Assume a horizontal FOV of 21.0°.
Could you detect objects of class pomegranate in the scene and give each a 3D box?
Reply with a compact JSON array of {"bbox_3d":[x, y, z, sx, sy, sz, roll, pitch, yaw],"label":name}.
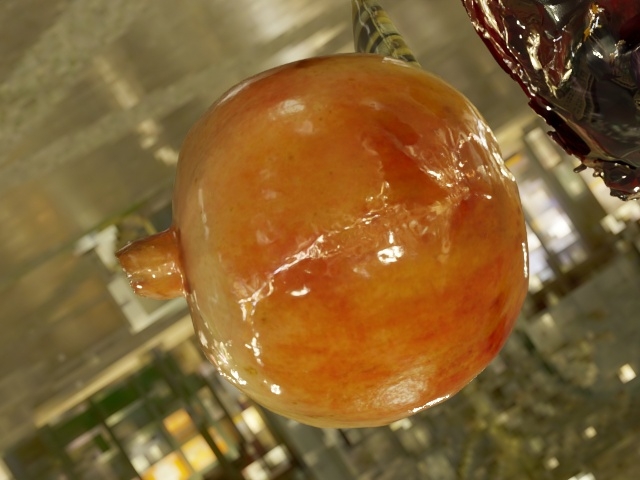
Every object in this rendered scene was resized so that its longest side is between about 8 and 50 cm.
[{"bbox_3d":[0.000,0.000,1.161,0.271,0.252,0.229,-16,-161,-8],"label":"pomegranate"}]

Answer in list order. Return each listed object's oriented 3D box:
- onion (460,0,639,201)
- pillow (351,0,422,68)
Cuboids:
[{"bbox_3d":[0.195,-0.152,0.800,0.281,0.281,0.221,-35,-155,28],"label":"onion"},{"bbox_3d":[0.080,-0.095,1.526,0.052,0.212,0.208,-24,151,-6],"label":"pillow"}]
